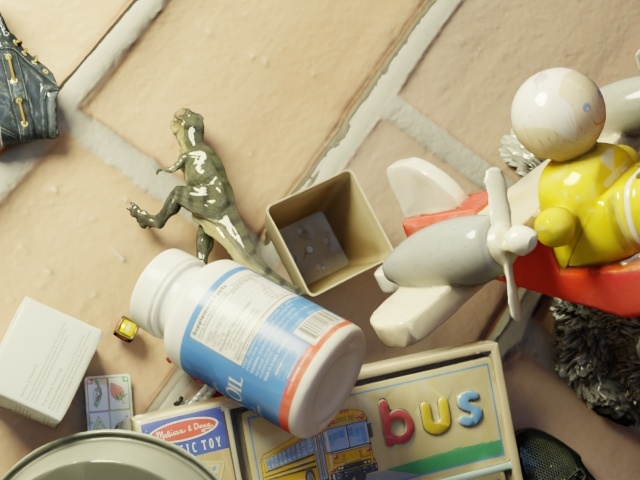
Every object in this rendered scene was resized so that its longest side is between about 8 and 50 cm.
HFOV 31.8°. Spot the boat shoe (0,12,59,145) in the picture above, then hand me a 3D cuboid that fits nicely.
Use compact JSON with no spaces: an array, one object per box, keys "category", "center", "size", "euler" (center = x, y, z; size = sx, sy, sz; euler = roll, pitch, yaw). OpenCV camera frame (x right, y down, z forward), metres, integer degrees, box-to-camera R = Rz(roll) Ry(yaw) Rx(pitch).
[{"category":"boat shoe","center":[-0.332,-0.193,1.217],"size":[0.083,0.065,0.183],"euler":[-6,86,-18]}]

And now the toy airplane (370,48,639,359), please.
[{"category":"toy airplane","center":[0.219,-0.044,1.097],"size":[0.384,0.386,0.272],"euler":[-11,120,1]}]

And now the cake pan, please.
[{"category":"cake pan","center":[-0.207,0.332,1.081],"size":[0.293,0.054,0.293],"euler":[0,91,3]}]

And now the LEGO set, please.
[{"category":"LEGO set","center":[-0.153,0.196,1.180],"size":[0.182,0.060,0.244],"euler":[-2,78,-19]}]

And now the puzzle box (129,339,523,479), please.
[{"category":"puzzle box","center":[0.023,0.274,1.189],"size":[0.409,0.052,0.272],"euler":[-11,90,-17]}]

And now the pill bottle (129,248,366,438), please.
[{"category":"pill bottle","center":[-0.077,0.094,1.120],"size":[0.221,0.124,0.124],"euler":[26,69,24]}]

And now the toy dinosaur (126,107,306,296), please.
[{"category":"toy dinosaur","center":[-0.131,-0.025,1.214],"size":[0.118,0.064,0.268],"euler":[-33,71,10]}]

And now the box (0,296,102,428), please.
[{"category":"box","center":[-0.283,0.126,1.135],"size":[0.087,0.101,0.102],"euler":[25,71,-8]}]

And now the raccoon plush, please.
[{"category":"raccoon plush","center":[0.363,0.039,1.225],"size":[0.216,0.299,0.446],"euler":[-40,90,-19]}]

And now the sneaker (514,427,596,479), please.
[{"category":"sneaker","center":[0.305,0.296,1.243],"size":[0.087,0.130,0.227],"euler":[-37,87,-21]}]

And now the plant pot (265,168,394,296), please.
[{"category":"plant pot","center":[0.000,0.000,1.242],"size":[0.109,0.096,0.109],"euler":[-26,86,-18]}]
